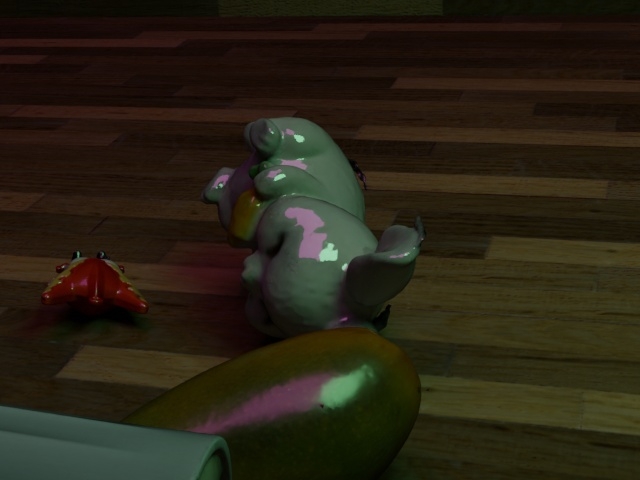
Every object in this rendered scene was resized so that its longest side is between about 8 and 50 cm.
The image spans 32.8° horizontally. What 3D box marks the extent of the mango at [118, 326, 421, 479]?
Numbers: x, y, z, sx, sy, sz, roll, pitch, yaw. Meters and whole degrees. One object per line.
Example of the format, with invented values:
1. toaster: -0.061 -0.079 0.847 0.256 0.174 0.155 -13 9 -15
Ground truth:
1. mango: -0.059 0.154 0.830 0.289 0.129 0.146 -14 36 -11

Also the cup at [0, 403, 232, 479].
1. cup: -0.232 0.213 0.548 0.326 0.237 0.323 8 18 4

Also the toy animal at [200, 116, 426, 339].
1. toy animal: -0.004 0.004 1.063 0.154 0.209 0.325 8 18 -37

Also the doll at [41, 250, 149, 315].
1. doll: -0.248 0.048 1.185 0.109 0.057 0.169 6 7 -16
